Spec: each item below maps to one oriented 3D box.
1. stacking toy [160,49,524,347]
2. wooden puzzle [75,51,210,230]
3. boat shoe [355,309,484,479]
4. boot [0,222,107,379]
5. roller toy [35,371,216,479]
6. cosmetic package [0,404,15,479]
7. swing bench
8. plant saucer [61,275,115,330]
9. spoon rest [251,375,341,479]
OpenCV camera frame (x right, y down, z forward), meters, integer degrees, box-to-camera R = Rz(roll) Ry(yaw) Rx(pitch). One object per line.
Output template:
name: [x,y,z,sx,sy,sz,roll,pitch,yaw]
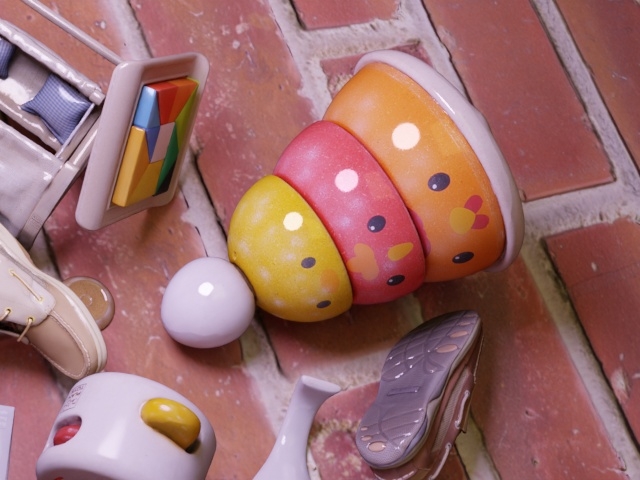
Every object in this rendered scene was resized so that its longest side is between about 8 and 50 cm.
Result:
stacking toy: [0.000,0.000,1.943,0.480,0.350,0.351,-34,81,-15]
wooden puzzle: [-0.217,-0.128,1.864,0.044,0.221,0.238,22,15,15]
boat shoe: [0.146,0.218,1.968,0.324,0.123,0.116,-53,126,-43]
boot: [-0.397,0.095,1.714,0.262,0.095,0.203,46,38,8]
roller toy: [-0.226,0.250,1.717,0.191,0.209,0.146,11,54,15]
cosmetic package: [-0.420,0.253,1.601,0.127,0.238,0.107,12,60,-19]
swing bench: [-0.399,-0.166,1.829,0.253,0.165,0.255,34,60,-6]
plant saucer: [-0.305,0.081,1.882,0.083,0.015,0.083,11,60,-19]
spoon rest: [-0.038,0.315,1.853,0.137,0.084,0.276,19,71,-13]
